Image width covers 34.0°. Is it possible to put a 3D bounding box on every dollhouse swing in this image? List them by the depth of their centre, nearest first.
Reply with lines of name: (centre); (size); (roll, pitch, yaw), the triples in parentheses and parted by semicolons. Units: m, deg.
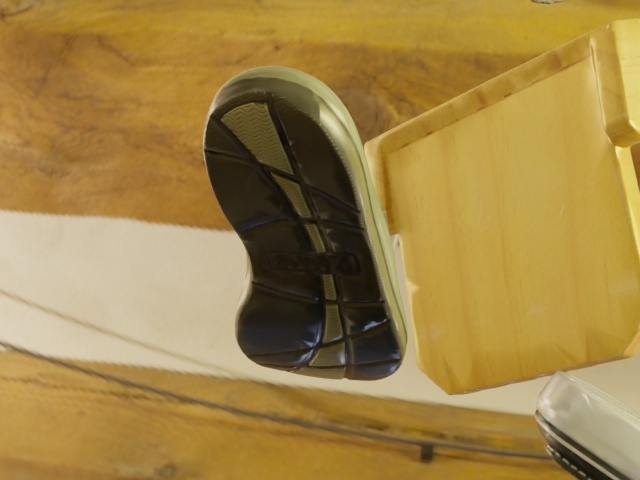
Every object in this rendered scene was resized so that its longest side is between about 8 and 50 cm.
dollhouse swing: (0.264, -0.033, 1.132); (0.347, 0.315, 0.305); (-24, -96, 46)

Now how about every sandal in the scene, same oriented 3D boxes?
sandal: (0.001, -0.001, 0.684); (0.120, 0.086, 0.303); (7, -41, 10)

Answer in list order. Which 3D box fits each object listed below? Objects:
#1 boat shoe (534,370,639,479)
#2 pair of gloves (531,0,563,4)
boat shoe: (0.258, 0.223, 0.732); (0.335, 0.121, 0.119); (40, -85, -17)
pair of gloves: (0.171, -0.219, 0.508); (0.042, 0.240, 0.204); (36, -57, 14)
